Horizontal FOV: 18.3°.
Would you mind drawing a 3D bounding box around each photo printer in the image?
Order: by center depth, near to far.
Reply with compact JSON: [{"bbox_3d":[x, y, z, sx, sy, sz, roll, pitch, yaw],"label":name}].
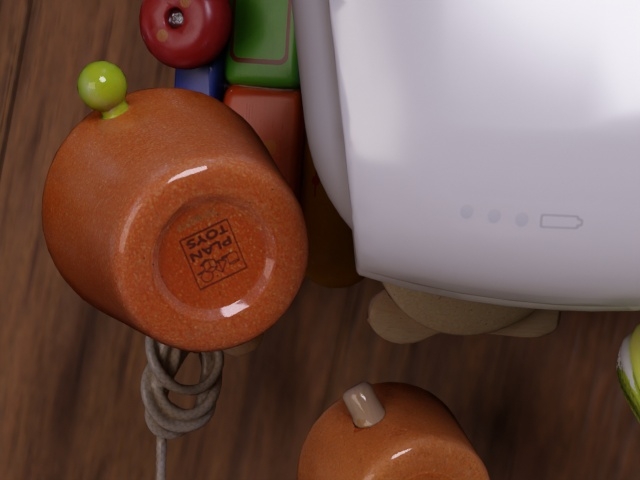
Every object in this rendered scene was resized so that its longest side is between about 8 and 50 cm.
[{"bbox_3d":[0.111,-0.131,0.680,0.256,0.107,0.308,-5,85,0],"label":"photo printer"}]

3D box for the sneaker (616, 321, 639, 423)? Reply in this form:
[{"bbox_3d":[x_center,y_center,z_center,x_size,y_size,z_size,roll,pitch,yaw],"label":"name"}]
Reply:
[{"bbox_3d":[0.192,0.072,0.652,0.126,0.091,0.240,-35,37,2],"label":"sneaker"}]

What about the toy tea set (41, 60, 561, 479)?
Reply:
[{"bbox_3d":[-0.025,0.086,0.805,0.124,0.200,0.336,-142,60,-66],"label":"toy tea set"}]

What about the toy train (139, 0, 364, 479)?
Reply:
[{"bbox_3d":[0.000,0.000,0.860,0.143,0.105,0.248,6,94,27],"label":"toy train"}]
